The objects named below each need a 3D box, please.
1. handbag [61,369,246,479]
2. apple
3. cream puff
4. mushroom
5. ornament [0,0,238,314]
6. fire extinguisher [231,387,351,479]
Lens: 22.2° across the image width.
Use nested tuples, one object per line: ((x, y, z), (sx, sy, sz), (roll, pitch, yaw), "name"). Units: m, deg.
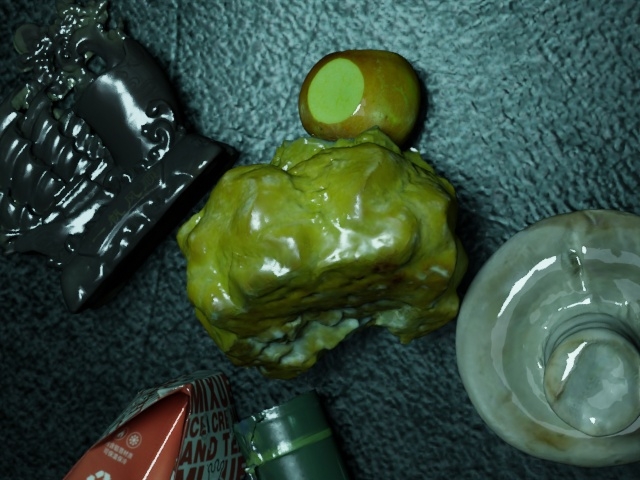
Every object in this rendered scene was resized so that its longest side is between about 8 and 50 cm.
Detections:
((-0.175, 0.255, 1.538), (0.151, 0.171, 0.298), (33, 99, 9), "handbag")
((0.038, -0.131, 1.520), (0.114, 0.099, 0.102), (13, 86, 35), "apple")
((0.000, 0.001, 1.469), (0.281, 0.282, 0.185), (-20, 61, 10), "cream puff")
((0.239, 0.092, 1.428), (0.243, 0.243, 0.244), (0, 92, 10), "mushroom")
((-0.239, -0.094, 1.577), (0.260, 0.106, 0.251), (43, 97, 11), "ornament")
((0.006, 0.294, 1.538), (0.093, 0.118, 0.294), (-24, 85, 24), "fire extinguisher")
